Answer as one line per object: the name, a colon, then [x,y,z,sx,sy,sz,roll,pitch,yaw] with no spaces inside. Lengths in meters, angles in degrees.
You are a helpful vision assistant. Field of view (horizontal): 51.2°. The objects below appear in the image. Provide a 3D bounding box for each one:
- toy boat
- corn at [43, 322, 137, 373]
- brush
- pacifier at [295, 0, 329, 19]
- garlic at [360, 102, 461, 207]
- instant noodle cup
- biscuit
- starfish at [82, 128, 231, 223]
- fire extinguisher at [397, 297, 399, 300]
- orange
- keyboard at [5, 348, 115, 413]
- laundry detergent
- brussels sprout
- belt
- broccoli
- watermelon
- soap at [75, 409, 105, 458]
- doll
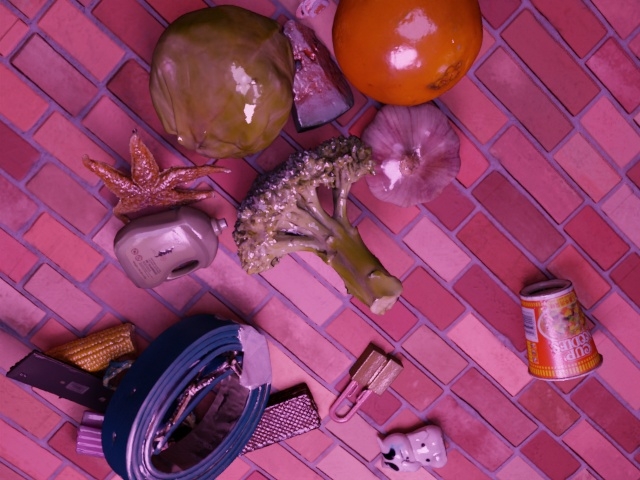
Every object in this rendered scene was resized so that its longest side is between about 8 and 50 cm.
toy boat: [-0.402,0.366,1.621,0.108,0.099,0.293,-39,124,7]
corn: [-0.559,0.276,1.606,0.244,0.093,0.093,-21,106,1]
brush: [0.105,0.384,1.725,0.103,0.047,0.233,34,100,-13]
pacifier: [-0.022,-0.530,1.450,0.099,0.081,0.078,-36,78,5]
garlic: [0.196,-0.184,1.475,0.245,0.253,0.244,1,105,4]
instant noodle cup: [0.585,0.214,1.668,0.193,0.193,0.212,-17,97,-1]
biscuit: [-0.195,0.482,1.711,0.389,0.073,0.107,-20,105,0]
starfish: [-0.370,-0.128,1.456,0.299,0.060,0.302,-23,150,14]
fire extinguisher: [0.134,0.092,1.649,0.064,0.043,0.158,-22,112,45]
orange: [0.176,-0.431,1.377,0.313,0.312,0.311,-1,106,-5]
keyboard: [-0.577,0.341,1.577,0.106,0.027,0.317,-37,135,12]
laundry detergent: [-0.335,0.008,1.550,0.254,0.091,0.181,-21,122,0]
brussels sprout: [-0.191,-0.328,1.389,0.328,0.247,0.327,18,132,21]
belt: [-0.295,0.373,1.535,0.436,0.173,0.300,-51,124,-20]
broccoli: [-0.025,0.006,1.481,0.353,0.275,0.396,-15,100,44]
watermelon: [-0.022,-0.373,1.490,0.154,0.094,0.241,-25,104,-6]
soap: [-0.501,0.496,1.669,0.203,0.065,0.122,15,130,-10]
doll: [0.246,0.550,1.754,0.181,0.107,0.110,-13,98,-2]
